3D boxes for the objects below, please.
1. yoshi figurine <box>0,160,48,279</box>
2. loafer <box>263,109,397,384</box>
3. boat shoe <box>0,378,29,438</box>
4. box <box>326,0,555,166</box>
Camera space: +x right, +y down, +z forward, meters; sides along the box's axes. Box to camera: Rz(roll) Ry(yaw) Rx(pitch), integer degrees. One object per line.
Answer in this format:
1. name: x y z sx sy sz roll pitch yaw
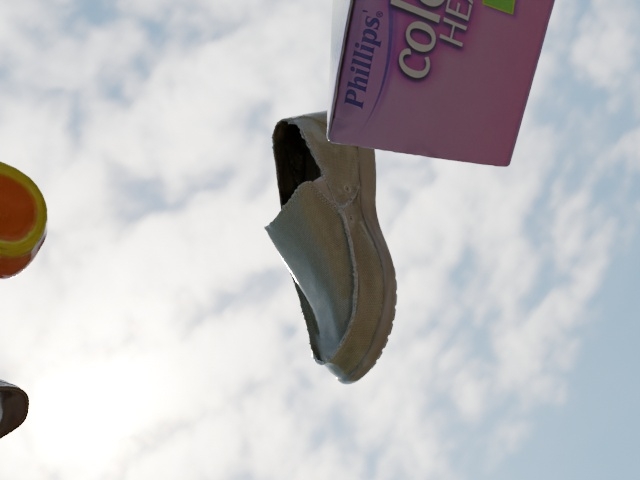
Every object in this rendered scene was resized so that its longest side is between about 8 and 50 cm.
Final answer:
1. yoshi figurine: -0.272 0.110 0.809 0.203 0.203 0.362 -5 -26 -46
2. loafer: 0.000 0.000 1.209 0.092 0.269 0.102 11 -36 -26
3. boat shoe: -0.288 0.147 1.104 0.178 0.060 0.064 -3 -84 -64
4. box: 0.079 -0.204 0.873 0.117 0.243 0.214 9 -56 -3
